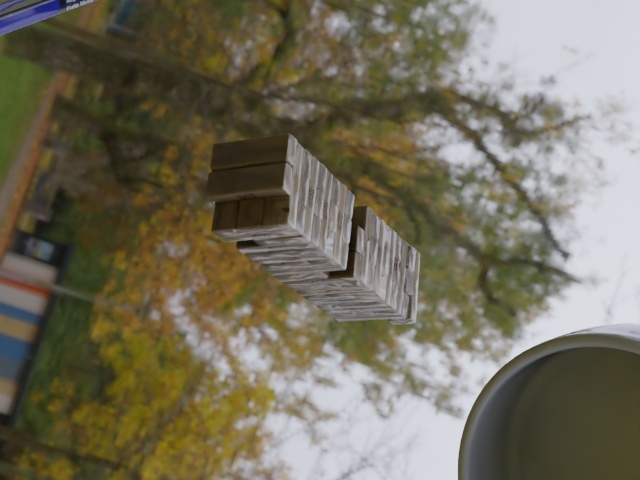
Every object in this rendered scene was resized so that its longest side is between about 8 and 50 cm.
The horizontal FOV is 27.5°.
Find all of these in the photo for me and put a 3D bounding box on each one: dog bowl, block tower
[{"bbox_3d":[0.260,0.206,1.146,0.104,0.265,0.264,-8,126,-59],"label":"dog bowl"},{"bbox_3d":[0.000,0.000,1.392,0.335,0.097,0.091,38,53,-55],"label":"block tower"}]

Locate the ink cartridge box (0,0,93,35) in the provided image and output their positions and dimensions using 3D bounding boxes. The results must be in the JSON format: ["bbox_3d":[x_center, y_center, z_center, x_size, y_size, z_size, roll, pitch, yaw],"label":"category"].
[{"bbox_3d":[-0.329,-0.222,1.232,0.224,0.223,0.045,36,-36,48],"label":"ink cartridge box"}]
